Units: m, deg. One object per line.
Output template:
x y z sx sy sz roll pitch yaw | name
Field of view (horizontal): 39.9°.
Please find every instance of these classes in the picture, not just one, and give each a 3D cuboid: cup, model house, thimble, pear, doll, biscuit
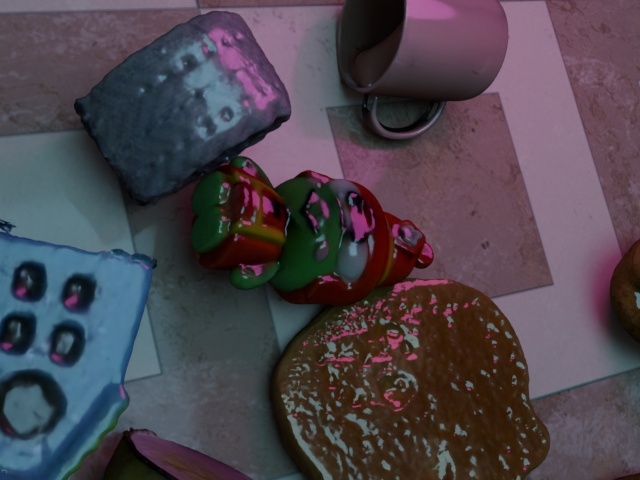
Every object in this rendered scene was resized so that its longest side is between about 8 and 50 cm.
0.151 -0.274 1.327 0.200 0.191 0.252 4 104 -28 | cup
-0.315 0.147 0.940 0.216 0.237 0.303 11 73 -22 | model house
-0.166 -0.161 1.106 0.245 0.217 0.157 -33 91 -16 | thimble
0.573 0.089 1.415 0.211 0.188 0.228 -6 81 -30 | pear
0.000 0.000 1.174 0.363 0.160 0.182 8 57 -27 | doll
0.127 0.229 1.214 0.385 0.062 0.365 -15 73 -25 | biscuit

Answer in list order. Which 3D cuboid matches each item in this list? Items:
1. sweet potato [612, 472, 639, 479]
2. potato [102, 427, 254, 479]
0.502 0.412 1.351 0.286 0.085 0.112 -3 82 -26 | sweet potato
-0.181 0.375 0.975 0.229 0.229 0.266 29 80 -16 | potato
